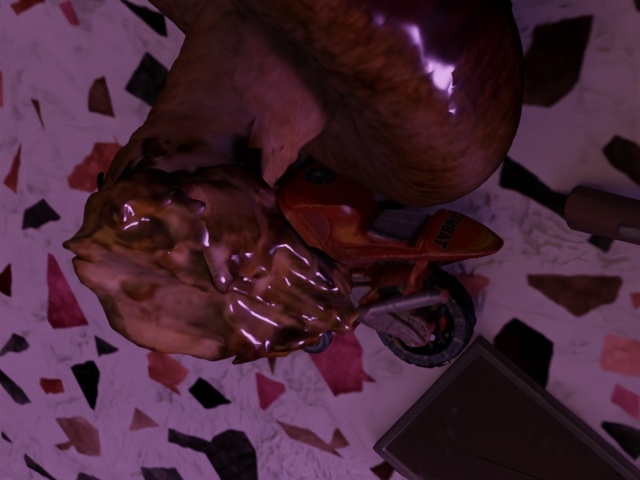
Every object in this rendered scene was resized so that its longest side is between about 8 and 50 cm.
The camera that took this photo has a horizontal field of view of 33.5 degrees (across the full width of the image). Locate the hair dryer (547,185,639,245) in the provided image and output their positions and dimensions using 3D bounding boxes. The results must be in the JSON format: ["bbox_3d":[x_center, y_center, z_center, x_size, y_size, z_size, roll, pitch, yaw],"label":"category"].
[{"bbox_3d":[0.239,-0.007,0.776,0.182,0.117,0.064,17,126,44],"label":"hair dryer"}]

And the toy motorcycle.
[{"bbox_3d":[0.000,0.001,0.908,0.298,0.089,0.171,23,123,16],"label":"toy motorcycle"}]

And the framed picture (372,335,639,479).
[{"bbox_3d":[0.188,0.221,0.968,0.250,0.016,0.184,40,127,6],"label":"framed picture"}]

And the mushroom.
[{"bbox_3d":[-0.025,-0.116,0.697,0.334,0.331,0.356,28,97,50],"label":"mushroom"}]
